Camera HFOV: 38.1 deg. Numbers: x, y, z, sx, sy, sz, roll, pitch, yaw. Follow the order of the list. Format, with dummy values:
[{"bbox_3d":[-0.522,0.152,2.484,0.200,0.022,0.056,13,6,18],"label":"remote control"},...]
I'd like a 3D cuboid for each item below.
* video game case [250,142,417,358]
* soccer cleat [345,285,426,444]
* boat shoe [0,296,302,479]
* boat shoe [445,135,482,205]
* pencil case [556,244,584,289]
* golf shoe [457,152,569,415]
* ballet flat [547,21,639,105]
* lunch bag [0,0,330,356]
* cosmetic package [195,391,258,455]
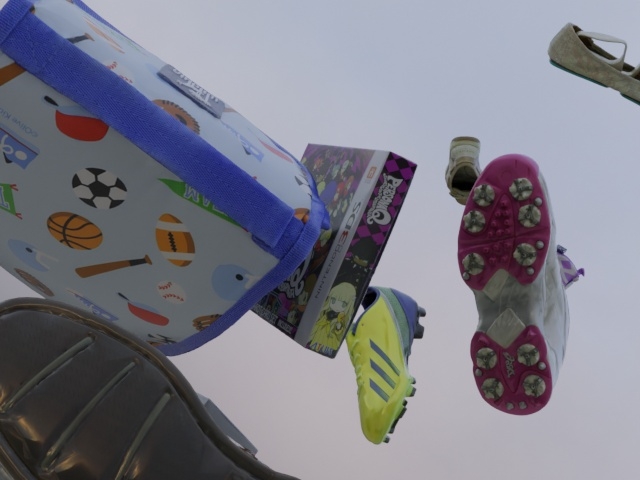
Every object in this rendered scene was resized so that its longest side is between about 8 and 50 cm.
[{"bbox_3d":[0.000,0.000,0.997,0.042,0.210,0.232,24,-1,-22],"label":"video game case"},{"bbox_3d":[0.078,0.174,1.338,0.121,0.289,0.093,23,-52,-4],"label":"soccer cleat"},{"bbox_3d":[-0.090,0.156,0.555,0.307,0.110,0.104,37,-30,8],"label":"boat shoe"},{"bbox_3d":[0.200,-0.085,1.284,0.056,0.048,0.153,3,-28,7],"label":"boat shoe"},{"bbox_3d":[0.358,0.107,1.579,0.088,0.206,0.086,35,-11,26],"label":"pencil case"},{"bbox_3d":[0.239,0.047,1.112,0.115,0.140,0.306,3,-80,32],"label":"golf shoe"},{"bbox_3d":[0.323,-0.179,0.979,0.168,0.057,0.052,24,-58,-1],"label":"ballet flat"},{"bbox_3d":[-0.195,-0.060,0.910,0.328,0.239,0.385,36,-21,-13],"label":"lunch bag"},{"bbox_3d":[-0.210,0.264,1.315,0.238,0.107,0.127,7,-38,53],"label":"cosmetic package"}]
